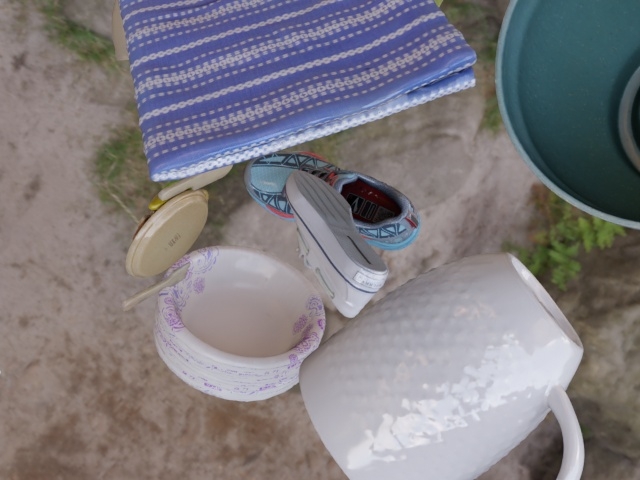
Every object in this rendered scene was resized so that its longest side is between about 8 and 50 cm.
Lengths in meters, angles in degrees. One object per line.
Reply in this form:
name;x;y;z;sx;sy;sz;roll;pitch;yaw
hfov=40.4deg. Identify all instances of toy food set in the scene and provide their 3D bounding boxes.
toy food set;-0.175;-0.013;0.980;0.132;0.038;0.192;-32;156;-50

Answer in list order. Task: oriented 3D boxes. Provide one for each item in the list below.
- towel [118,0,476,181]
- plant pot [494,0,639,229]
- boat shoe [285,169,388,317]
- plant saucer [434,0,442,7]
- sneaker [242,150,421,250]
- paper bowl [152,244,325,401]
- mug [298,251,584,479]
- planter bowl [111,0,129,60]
towel;-0.042;-0.193;0.701;0.243;0.336;0.040;-18;136;-1
plant pot;0.323;-0.135;0.748;0.196;0.293;0.293;19;98;-58
boat shoe;0.000;0.000;1.031;0.083;0.226;0.075;17;116;-31
plant saucer;0.054;-0.356;1.065;0.037;0.241;0.241;-19;127;-45
sneaker;0.015;-0.073;1.192;0.125;0.262;0.104;66;41;-76
paper bowl;-0.143;0.152;1.487;0.284;0.284;0.148;-23;143;-40
mug;0.199;0.214;1.182;0.328;0.374;0.276;-40;144;15
planter bowl;-0.231;-0.333;1.255;0.162;0.162;0.109;-25;104;-39
